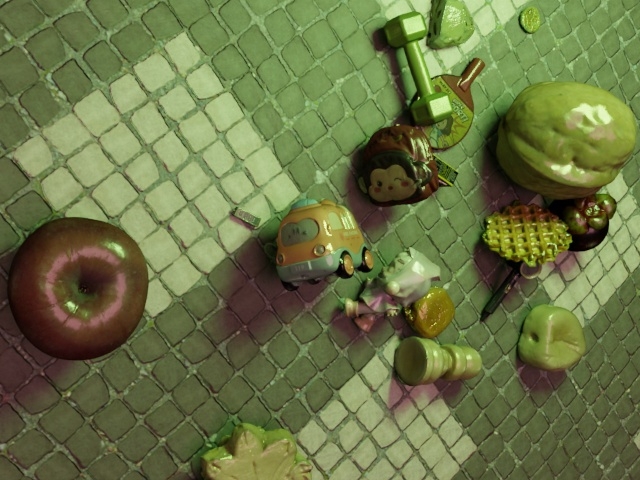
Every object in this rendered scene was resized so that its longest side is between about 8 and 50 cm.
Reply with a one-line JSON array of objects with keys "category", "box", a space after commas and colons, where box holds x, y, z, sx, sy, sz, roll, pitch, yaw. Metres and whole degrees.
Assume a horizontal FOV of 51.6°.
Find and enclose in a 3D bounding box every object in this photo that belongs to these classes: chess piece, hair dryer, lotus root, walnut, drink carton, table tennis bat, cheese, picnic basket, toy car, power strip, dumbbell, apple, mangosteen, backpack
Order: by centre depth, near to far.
[{"category": "apple", "box": [-0.507, 0.099, 1.396, 0.306, 0.235, 0.305, -1, 92, -29]}, {"category": "toy car", "box": [0.000, 0.000, 1.644, 0.271, 0.181, 0.212, -10, 86, -63]}, {"category": "power strip", "box": [-0.187, -0.060, 1.665, 0.083, 0.017, 0.027, 27, 80, -27]}, {"category": "picnic basket", "box": [-0.108, 0.032, 1.690, 0.083, 0.065, 0.083, 28, 59, -35]}, {"category": "backpack", "box": [0.208, -0.201, 1.752, 0.139, 0.229, 0.229, -17, 103, -54]}, {"category": "dumbbell", "box": [0.268, -0.461, 1.792, 0.108, 0.121, 0.301, -27, 100, -43]}, {"category": "drink carton", "box": [0.303, -0.211, 1.869, 0.166, 0.071, 0.056, 30, 78, -24]}, {"category": "lotus root", "box": [0.379, -0.617, 1.875, 0.144, 0.070, 0.142, -2, 95, -27]}, {"category": "walnut", "box": [0.696, -0.288, 1.900, 0.382, 0.381, 0.380, -2, 95, -26]}, {"category": "chess piece", "box": [0.353, 0.350, 1.912, 0.261, 0.143, 0.142, 7, 91, -34]}, {"category": "table tennis bat", "box": [0.375, -0.401, 1.912, 0.200, 0.038, 0.310, 40, 79, -22]}, {"category": "hair dryer", "box": [0.559, 0.137, 2.025, 0.070, 0.128, 0.255, 33, 101, -17]}, {"category": "mangosteen", "box": [0.802, -0.063, 2.057, 0.210, 0.210, 0.209, -2, 95, -26]}, {"category": "cheese", "box": [0.733, 0.319, 2.099, 0.218, 0.117, 0.235, -44, 108, -15]}]

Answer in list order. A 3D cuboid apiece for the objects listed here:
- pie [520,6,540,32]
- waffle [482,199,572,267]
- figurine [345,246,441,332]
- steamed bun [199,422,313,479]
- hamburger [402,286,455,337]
[{"category": "pie", "box": [0.644, -0.677, 2.032, 0.084, 0.021, 0.084, -2, 95, -31]}, {"category": "waffle", "box": [0.608, -0.020, 1.970, 0.238, 0.243, 0.058, -40, 148, -25]}, {"category": "figurine", "box": [0.191, 0.134, 1.781, 0.276, 0.200, 0.133, -40, 95, 11]}, {"category": "steamed bun", "box": [-0.179, 0.580, 1.654, 0.296, 0.137, 0.292, -22, 108, -15]}, {"category": "hamburger", "box": [0.312, 0.202, 1.899, 0.147, 0.083, 0.138, -41, 106, -21]}]
